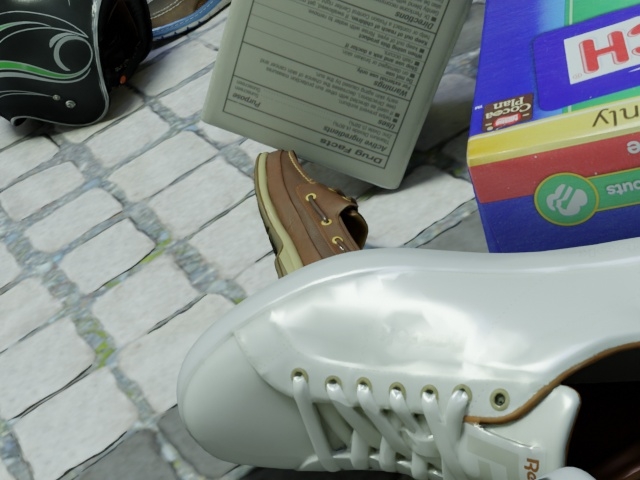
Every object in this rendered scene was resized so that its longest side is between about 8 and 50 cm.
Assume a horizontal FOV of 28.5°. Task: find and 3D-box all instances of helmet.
[{"bbox_3d":[-0.249,-0.185,1.140,0.161,0.169,0.169,5,39,14],"label":"helmet"}]

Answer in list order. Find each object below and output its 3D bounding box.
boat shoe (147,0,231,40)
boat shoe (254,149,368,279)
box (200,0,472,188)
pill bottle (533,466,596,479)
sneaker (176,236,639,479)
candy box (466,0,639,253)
[{"bbox_3d":[-0.119,-0.261,1.237,0.183,0.066,0.066,-35,32,-16],"label":"boat shoe"},{"bbox_3d":[0.000,0.000,0.765,0.060,0.064,0.178,-19,37,0],"label":"boat shoe"},{"bbox_3d":[0.037,-0.201,0.783,0.148,0.311,0.121,20,38,-2],"label":"box"},{"bbox_3d":[0.021,0.172,0.425,0.208,0.119,0.119,-25,31,-1],"label":"pill bottle"},{"bbox_3d":[0.059,0.070,0.566,0.290,0.106,0.123,-13,30,17],"label":"sneaker"},{"bbox_3d":[0.229,-0.109,0.705,0.268,0.122,0.317,-10,35,19],"label":"candy box"}]
